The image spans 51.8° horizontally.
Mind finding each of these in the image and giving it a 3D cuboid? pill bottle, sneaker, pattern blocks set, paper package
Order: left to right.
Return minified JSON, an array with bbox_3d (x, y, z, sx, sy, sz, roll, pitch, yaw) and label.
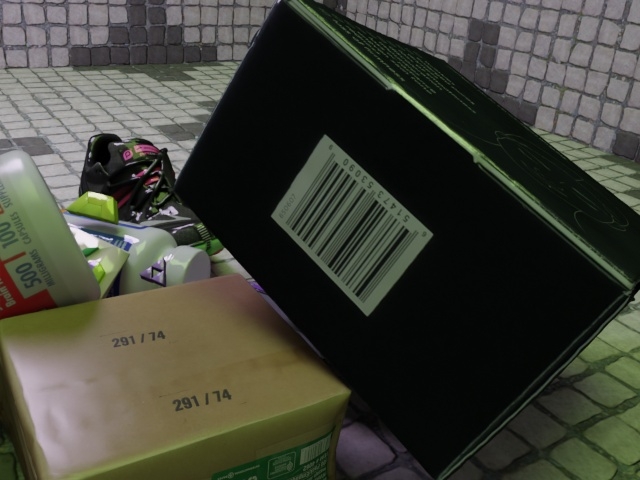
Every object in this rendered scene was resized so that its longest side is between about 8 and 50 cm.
[{"bbox_3d":[-0.508,0.068,0.815,0.407,0.229,0.229,-28,36,-18],"label":"pill bottle"},{"bbox_3d":[-0.387,0.052,0.983,0.324,0.026,0.286,7,66,11],"label":"pattern blocks set"},{"bbox_3d":[-0.327,0.044,1.080,0.271,0.152,0.152,12,26,13],"label":"pill bottle"},{"bbox_3d":[-0.357,-0.089,1.295,0.185,0.202,0.482,-18,34,-39],"label":"sneaker"},{"bbox_3d":[-0.179,0.199,0.764,0.324,0.168,0.309,-10,31,-31],"label":"paper package"}]

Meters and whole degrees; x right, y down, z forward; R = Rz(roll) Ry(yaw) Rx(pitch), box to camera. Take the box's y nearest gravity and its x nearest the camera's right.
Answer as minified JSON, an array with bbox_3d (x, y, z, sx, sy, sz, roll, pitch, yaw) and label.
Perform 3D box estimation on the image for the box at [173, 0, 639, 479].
[{"bbox_3d":[0.160,-0.030,0.877,0.480,0.297,0.471,46,27,21],"label":"box"}]

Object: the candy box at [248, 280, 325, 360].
[{"bbox_3d":[-0.022,0.115,1.012,0.164,0.070,0.196,17,6,25],"label":"candy box"}]
